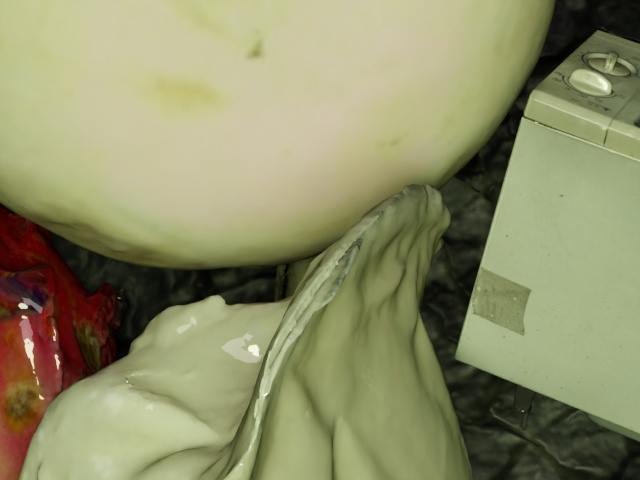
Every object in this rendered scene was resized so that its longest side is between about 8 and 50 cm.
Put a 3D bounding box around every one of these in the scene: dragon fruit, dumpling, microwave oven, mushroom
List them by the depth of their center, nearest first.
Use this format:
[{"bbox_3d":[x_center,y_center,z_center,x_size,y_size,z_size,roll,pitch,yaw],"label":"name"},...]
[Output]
[{"bbox_3d":[-0.016,0.122,0.898,0.233,0.315,0.395,31,50,8],"label":"dumpling"},{"bbox_3d":[-0.059,-0.177,0.998,0.353,0.325,0.353,-11,60,20],"label":"mushroom"},{"bbox_3d":[0.218,0.021,1.002,0.240,0.194,0.145,21,30,16],"label":"microwave oven"},{"bbox_3d":[-0.174,0.053,1.019,0.161,0.126,0.274,26,38,3],"label":"dragon fruit"}]

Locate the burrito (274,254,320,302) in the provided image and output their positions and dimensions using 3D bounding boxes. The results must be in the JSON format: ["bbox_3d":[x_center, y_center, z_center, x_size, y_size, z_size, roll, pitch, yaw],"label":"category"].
[{"bbox_3d":[0.000,0.000,1.117,0.055,0.041,0.149,-6,64,18],"label":"burrito"}]
